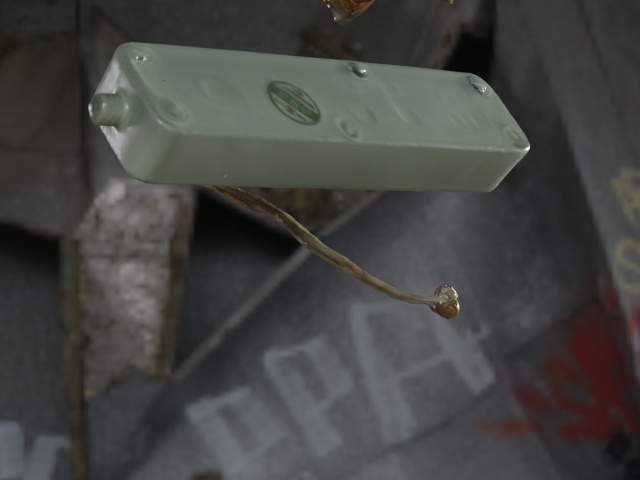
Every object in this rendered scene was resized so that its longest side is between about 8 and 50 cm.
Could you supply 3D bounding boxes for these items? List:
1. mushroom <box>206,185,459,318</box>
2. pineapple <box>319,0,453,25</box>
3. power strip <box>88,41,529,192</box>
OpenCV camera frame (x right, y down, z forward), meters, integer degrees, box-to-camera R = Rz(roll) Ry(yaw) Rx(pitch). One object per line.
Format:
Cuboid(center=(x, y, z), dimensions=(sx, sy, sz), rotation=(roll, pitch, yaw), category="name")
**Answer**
Cuboid(center=(-0.004, 0.000, 1.308), dimensions=(0.286, 0.025, 0.028), rotation=(25, 15, 33), category="mushroom")
Cuboid(center=(0.041, -0.264, 0.658), dimensions=(0.286, 0.344, 0.209), rotation=(-31, -6, -6), category="pineapple")
Cuboid(center=(-0.006, -0.084, 1.177), dimensions=(0.385, 0.091, 0.062), rotation=(-1, -42, -41), category="power strip")
